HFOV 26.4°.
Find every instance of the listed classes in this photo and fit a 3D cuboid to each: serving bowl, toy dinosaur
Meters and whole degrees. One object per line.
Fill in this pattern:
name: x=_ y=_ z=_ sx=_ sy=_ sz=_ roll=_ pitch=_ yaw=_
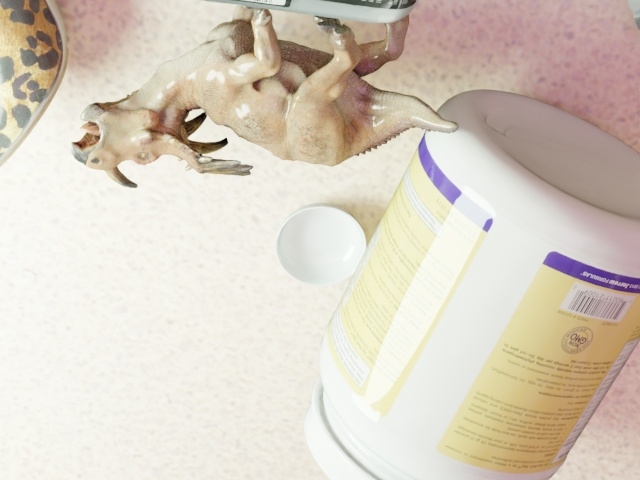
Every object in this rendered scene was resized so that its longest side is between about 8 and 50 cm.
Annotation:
serving bowl: x=0.000 y=0.000 z=1.247 sx=0.083 sy=0.027 sz=0.083 roll=-1 pitch=118 yaw=-1
toy dinosaur: x=-0.036 y=-0.109 z=1.113 sx=0.295 sy=0.127 sz=0.200 roll=17 pitch=119 yaw=5

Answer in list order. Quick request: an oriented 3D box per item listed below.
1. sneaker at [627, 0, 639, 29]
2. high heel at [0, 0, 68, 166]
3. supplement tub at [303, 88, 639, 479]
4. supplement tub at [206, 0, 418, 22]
sneaker: x=0.279 y=-0.261 z=1.091 sx=0.115 sy=0.105 sz=0.281 roll=-39 pitch=114 yaw=-14
high heel: x=-0.286 y=-0.190 z=1.097 sx=0.186 sy=0.093 sz=0.261 roll=25 pitch=100 yaw=-19
supplement tub: x=0.142 y=0.066 z=1.165 sx=0.241 sy=0.241 sz=0.331 roll=20 pitch=116 yaw=-12
supplement tub: x=-0.087 y=-0.272 z=0.952 sx=0.338 sy=0.207 sz=0.207 roll=7 pitch=118 yaw=-6
